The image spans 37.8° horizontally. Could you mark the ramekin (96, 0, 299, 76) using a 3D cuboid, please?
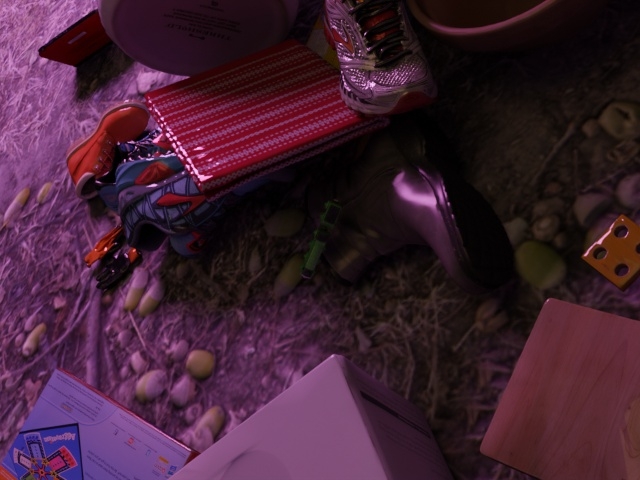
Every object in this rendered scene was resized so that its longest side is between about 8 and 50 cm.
[{"bbox_3d":[-0.146,-0.308,1.124,0.273,0.273,0.127,-21,62,29],"label":"ramekin"}]

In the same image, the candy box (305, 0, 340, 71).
[{"bbox_3d":[0.026,-0.219,1.078,0.105,0.027,0.206,5,67,43],"label":"candy box"}]

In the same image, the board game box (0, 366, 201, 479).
[{"bbox_3d":[-0.244,0.244,1.003,0.281,0.027,0.145,17,73,45],"label":"board game box"}]

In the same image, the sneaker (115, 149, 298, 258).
[{"bbox_3d":[-0.126,-0.041,1.063,0.262,0.104,0.125,-10,76,39],"label":"sneaker"}]

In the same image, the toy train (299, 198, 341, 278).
[{"bbox_3d":[0.000,0.000,0.893,0.023,0.017,0.083,-95,26,-76],"label":"toy train"}]

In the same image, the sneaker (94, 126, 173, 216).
[{"bbox_3d":[-0.220,-0.106,1.181,0.162,0.073,0.063,-50,43,-4],"label":"sneaker"}]

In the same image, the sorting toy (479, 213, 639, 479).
[{"bbox_3d":[0.209,0.115,0.686,0.132,0.046,0.274,15,74,45],"label":"sorting toy"}]

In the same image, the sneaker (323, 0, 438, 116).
[{"bbox_3d":[0.046,-0.198,0.896,0.088,0.092,0.225,-17,46,-8],"label":"sneaker"}]

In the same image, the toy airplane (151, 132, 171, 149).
[{"bbox_3d":[-0.125,-0.143,1.134,0.151,0.028,0.151,-10,37,8],"label":"toy airplane"}]

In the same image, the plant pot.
[{"bbox_3d":[0.206,-0.264,0.894,0.237,0.110,0.237,-22,51,30],"label":"plant pot"}]

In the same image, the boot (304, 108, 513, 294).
[{"bbox_3d":[0.074,-0.006,0.876,0.161,0.083,0.246,-45,40,23],"label":"boot"}]

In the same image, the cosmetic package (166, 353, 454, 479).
[{"bbox_3d":[-0.001,0.254,0.706,0.224,0.138,0.224,-38,43,15],"label":"cosmetic package"}]

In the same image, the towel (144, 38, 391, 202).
[{"bbox_3d":[-0.066,-0.135,0.977,0.199,0.031,0.275,-23,33,-10],"label":"towel"}]

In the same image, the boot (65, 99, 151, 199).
[{"bbox_3d":[-0.281,-0.120,1.261,0.158,0.059,0.084,-39,47,26],"label":"boot"}]

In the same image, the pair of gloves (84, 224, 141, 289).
[{"bbox_3d":[-0.262,0.020,1.180,0.074,0.010,0.083,-44,46,7],"label":"pair of gloves"}]

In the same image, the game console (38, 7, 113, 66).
[{"bbox_3d":[-0.357,-0.340,1.452,0.144,0.124,0.085,-26,75,26],"label":"game console"}]

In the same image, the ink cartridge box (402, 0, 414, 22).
[{"bbox_3d":[0.094,-0.322,1.020,0.092,0.090,0.143,38,82,27],"label":"ink cartridge box"}]
